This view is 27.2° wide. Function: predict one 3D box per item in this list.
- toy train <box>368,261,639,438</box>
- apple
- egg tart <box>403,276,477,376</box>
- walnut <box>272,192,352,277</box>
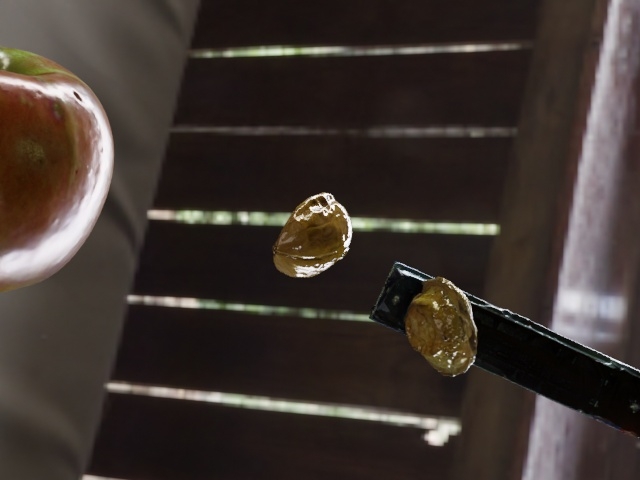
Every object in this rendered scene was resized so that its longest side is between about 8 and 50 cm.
[{"bbox_3d":[0.265,0.148,1.759,0.089,0.409,0.086,86,28,-86],"label":"toy train"},{"bbox_3d":[-0.428,-0.089,1.634,0.339,0.339,0.339,2,90,-65],"label":"apple"},{"bbox_3d":[0.143,0.110,1.624,0.049,0.129,0.129,-13,106,-32],"label":"egg tart"},{"bbox_3d":[0.000,0.000,1.403,0.121,0.052,0.091,-31,143,-55],"label":"walnut"}]
